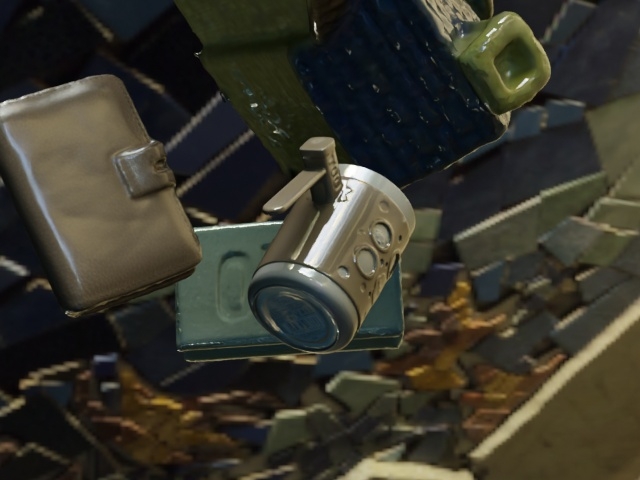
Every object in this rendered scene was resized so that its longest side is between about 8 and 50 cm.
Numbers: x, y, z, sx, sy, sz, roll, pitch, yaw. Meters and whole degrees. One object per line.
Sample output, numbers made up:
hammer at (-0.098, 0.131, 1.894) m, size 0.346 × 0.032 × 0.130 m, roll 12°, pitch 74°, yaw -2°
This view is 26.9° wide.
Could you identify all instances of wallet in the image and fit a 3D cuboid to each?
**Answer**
wallet at (-0.151, -0.032, 0.895) m, size 0.039 × 0.118 × 0.153 m, roll -39°, pitch 74°, yaw 55°

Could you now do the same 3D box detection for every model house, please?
model house at (0.053, -0.202, 1.039) m, size 0.321 × 0.261 × 0.266 m, roll 55°, pitch 161°, yaw -19°

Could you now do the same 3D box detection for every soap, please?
soap at (-0.027, 0.042, 1.168) m, size 0.063 × 0.198 × 0.115 m, roll 78°, pitch -172°, yaw -71°

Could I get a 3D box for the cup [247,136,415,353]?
cup at (0.007, 0.004, 0.792) m, size 0.102 × 0.074 × 0.099 m, roll 100°, pitch -164°, yaw -51°
